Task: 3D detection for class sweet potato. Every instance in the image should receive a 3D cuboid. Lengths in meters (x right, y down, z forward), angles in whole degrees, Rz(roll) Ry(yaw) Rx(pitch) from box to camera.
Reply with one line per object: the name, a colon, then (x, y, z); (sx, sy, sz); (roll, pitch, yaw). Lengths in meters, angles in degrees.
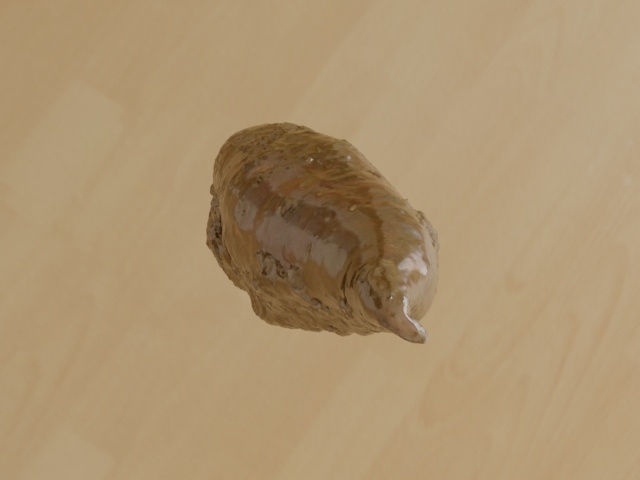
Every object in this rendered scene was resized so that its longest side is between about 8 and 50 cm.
sweet potato: (0.000, 0.000, 0.516); (0.060, 0.206, 0.068); (25, 93, -20)
